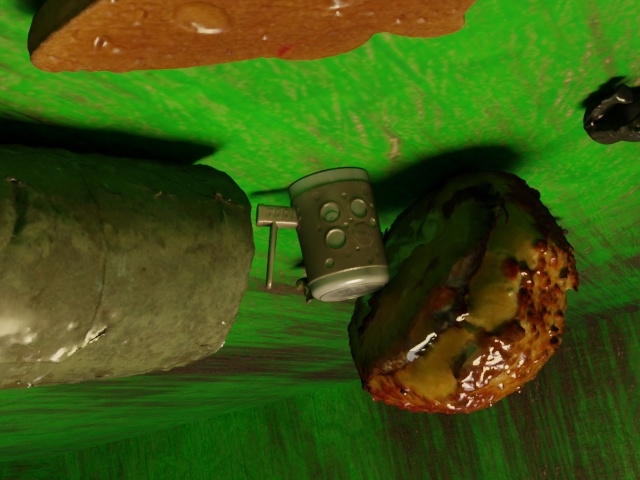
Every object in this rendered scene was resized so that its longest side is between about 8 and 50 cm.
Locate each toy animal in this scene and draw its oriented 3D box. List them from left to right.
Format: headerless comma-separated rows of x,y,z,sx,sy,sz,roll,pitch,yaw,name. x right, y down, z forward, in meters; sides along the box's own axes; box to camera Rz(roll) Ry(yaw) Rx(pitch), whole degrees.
0.274,-0.100,0.761,0.136,0.047,0.065,-9,171,-20,toy animal

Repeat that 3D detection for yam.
-0.176,0.016,0.615,0.161,0.161,0.268,-24,165,40,yam

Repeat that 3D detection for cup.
0.005,-0.003,0.804,0.102,0.099,0.074,-2,163,-38,cup

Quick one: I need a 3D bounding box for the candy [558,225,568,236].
0.223,-0.011,1.084,0.094,0.051,0.226,-8,168,30,candy

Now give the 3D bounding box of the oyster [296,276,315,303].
0.045,0.032,1.085,0.148,0.051,0.103,-11,-176,-4,oyster

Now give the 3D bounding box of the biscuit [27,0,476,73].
-0.003,-0.125,0.425,0.280,0.043,0.183,-11,164,15,biscuit

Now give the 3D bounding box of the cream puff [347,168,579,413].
0.128,0.053,0.854,0.164,0.240,0.240,36,154,-7,cream puff
